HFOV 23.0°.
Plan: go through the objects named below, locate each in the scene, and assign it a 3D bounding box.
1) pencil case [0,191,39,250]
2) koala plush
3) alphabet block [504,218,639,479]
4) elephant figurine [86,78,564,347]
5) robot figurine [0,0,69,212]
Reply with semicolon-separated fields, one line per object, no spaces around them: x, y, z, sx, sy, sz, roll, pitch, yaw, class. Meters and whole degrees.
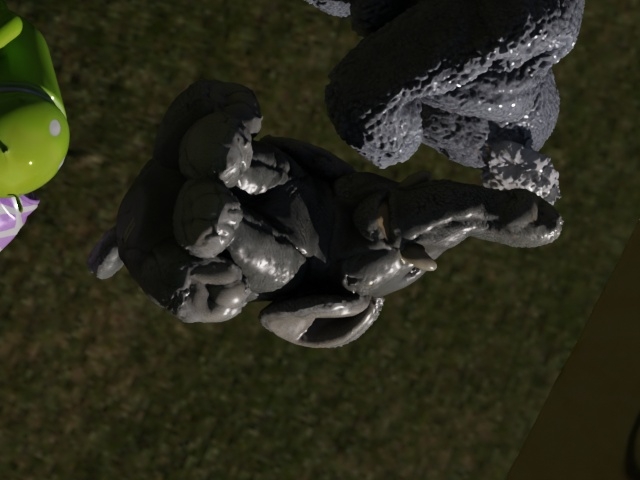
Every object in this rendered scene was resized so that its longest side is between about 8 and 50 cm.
-0.288;0.016;1.087;0.206;0.088;0.086;-45;136;-1;pencil case
0.117;-0.126;1.172;0.221;0.203;0.196;56;17;-52;koala plush
0.190;0.051;0.402;0.193;0.197;0.192;32;79;-9;alphabet block
0.000;0.000;1.045;0.239;0.186;0.169;11;109;-29;elephant figurine
-0.164;-0.070;0.791;0.067;0.115;0.101;-16;142;-7;robot figurine
